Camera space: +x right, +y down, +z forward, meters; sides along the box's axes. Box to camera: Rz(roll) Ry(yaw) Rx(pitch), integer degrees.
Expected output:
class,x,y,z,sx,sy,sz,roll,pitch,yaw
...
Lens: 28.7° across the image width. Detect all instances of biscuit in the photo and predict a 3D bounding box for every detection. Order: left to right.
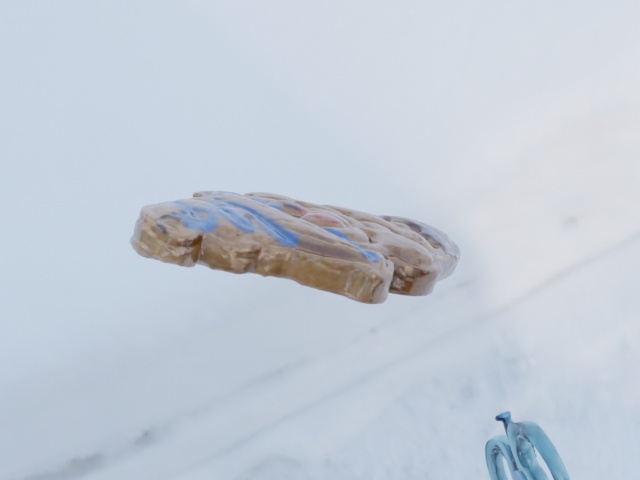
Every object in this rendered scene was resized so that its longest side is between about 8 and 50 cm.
class,x,y,z,sx,sy,sz,roll,pitch,yaw
biscuit,0.000,0.000,0.777,0.183,0.280,0.043,25,108,41

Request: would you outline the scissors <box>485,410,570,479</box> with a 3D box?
class,x,y,z,sx,sy,sz,roll,pitch,yaw
scissors,0.273,0.378,1.400,0.032,0.180,0.392,-18,86,-15
